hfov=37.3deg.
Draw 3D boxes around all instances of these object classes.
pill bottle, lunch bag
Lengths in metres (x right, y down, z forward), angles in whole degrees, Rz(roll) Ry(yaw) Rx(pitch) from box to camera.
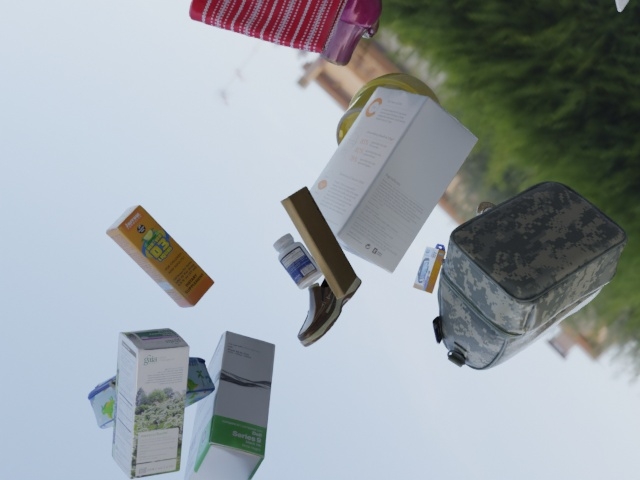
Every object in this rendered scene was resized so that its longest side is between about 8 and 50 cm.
[{"bbox_3d":[-0.053,0.045,2.131,0.120,0.067,0.067,54,-159,11],"label":"pill bottle"},{"bbox_3d":[-0.327,0.292,1.829,0.219,0.176,0.090,7,-124,-60],"label":"lunch bag"},{"bbox_3d":[0.357,0.077,1.684,0.305,0.256,0.212,-28,-128,-27],"label":"lunch bag"}]

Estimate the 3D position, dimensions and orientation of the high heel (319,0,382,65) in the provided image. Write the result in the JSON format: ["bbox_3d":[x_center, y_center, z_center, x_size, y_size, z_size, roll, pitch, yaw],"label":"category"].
[{"bbox_3d":[0.077,-0.464,1.760,0.127,0.181,0.377,19,-149,-9],"label":"high heel"}]

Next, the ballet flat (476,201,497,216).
[{"bbox_3d":[0.419,-0.026,2.242,0.073,0.067,0.206,-6,-127,-7],"label":"ballet flat"}]

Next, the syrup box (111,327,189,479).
[{"bbox_3d":[-0.291,0.274,1.616,0.093,0.236,0.096,-2,-166,-31],"label":"syrup box"}]

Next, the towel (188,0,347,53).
[{"bbox_3d":[-0.075,-0.420,1.536,0.275,0.199,0.031,21,176,27],"label":"towel"}]

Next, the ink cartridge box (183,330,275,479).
[{"bbox_3d":[-0.187,0.367,1.974,0.122,0.211,0.289,17,-137,-12],"label":"ink cartridge box"}]

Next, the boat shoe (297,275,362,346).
[{"bbox_3d":[0.000,0.146,2.245,0.095,0.095,0.257,47,-139,-8],"label":"boat shoe"}]

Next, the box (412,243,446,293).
[{"bbox_3d":[0.296,0.072,2.560,0.028,0.136,0.081,17,179,-19],"label":"box"}]

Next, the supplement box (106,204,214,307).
[{"bbox_3d":[-0.333,0.035,1.975,0.233,0.078,0.080,47,156,-16],"label":"supplement box"}]

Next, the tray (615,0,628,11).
[{"bbox_3d":[0.425,-0.450,1.261,0.030,0.270,0.145,6,150,29],"label":"tray"}]

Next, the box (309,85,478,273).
[{"bbox_3d":[0.137,-0.135,2.037,0.168,0.345,0.215,34,177,-30],"label":"box"}]

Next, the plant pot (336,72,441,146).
[{"bbox_3d":[0.164,-0.294,2.490,0.254,0.254,0.239,45,-145,6],"label":"plant pot"}]

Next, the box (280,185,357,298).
[{"bbox_3d":[0.000,0.000,1.728,0.201,0.021,0.164,61,-166,-4],"label":"box"}]
